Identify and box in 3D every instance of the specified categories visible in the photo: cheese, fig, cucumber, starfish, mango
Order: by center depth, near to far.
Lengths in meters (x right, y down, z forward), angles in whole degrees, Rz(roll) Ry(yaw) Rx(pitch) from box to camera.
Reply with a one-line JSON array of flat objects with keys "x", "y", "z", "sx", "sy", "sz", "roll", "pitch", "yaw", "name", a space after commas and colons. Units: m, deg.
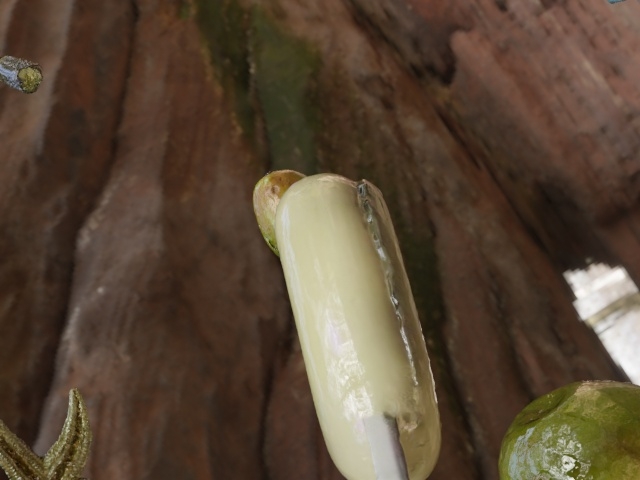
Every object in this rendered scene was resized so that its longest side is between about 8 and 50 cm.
[{"x": 0.024, "y": 0.071, "z": 0.488, "sx": 0.251, "sy": 0.054, "sz": 0.127, "roll": -102, "pitch": -4, "yaw": -60, "name": "cheese"}, {"x": -0.238, "y": 0.211, "z": 1.076, "sx": 0.208, "sy": 0.053, "sz": 0.176, "roll": 32, "pitch": -133, "yaw": -22, "name": "starfish"}, {"x": 0.279, "y": 0.246, "z": 1.237, "sx": 0.207, "sy": 0.230, "sz": 0.207, "roll": -14, "pitch": -72, "yaw": -54, "name": "fig"}, {"x": -0.389, "y": -0.213, "z": 1.471, "sx": 0.039, "sy": 0.043, "sz": 0.163, "roll": 13, "pitch": -175, "yaw": -36, "name": "cucumber"}, {"x": 0.000, "y": 0.000, "z": 1.608, "sx": 0.233, "sy": 0.111, "sz": 0.125, "roll": 51, "pitch": -131, "yaw": -11, "name": "mango"}]

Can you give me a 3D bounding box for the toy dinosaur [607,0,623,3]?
[{"x": 0.331, "y": -0.268, "z": 1.201, "sx": 0.080, "sy": 0.045, "sz": 0.197, "roll": 0, "pitch": 125, "yaw": 60, "name": "toy dinosaur"}]
